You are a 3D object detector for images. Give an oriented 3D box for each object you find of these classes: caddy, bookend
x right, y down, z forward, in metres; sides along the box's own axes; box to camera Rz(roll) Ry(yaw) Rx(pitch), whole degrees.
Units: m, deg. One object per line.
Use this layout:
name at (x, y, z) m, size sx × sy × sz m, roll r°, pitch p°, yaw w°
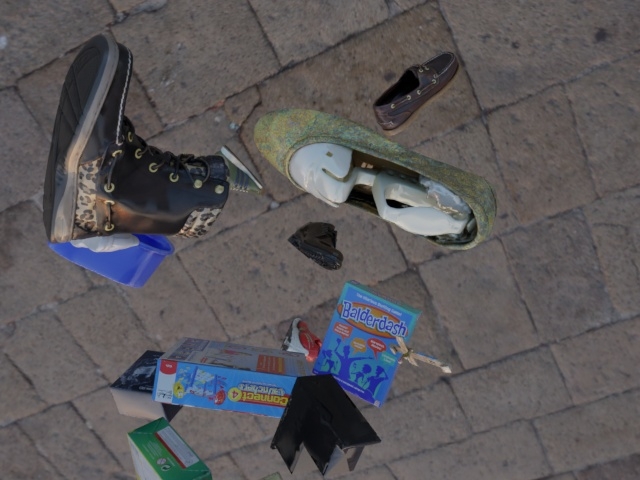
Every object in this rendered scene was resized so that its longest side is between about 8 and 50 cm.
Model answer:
caddy at (-0.569, -0.024, 1.640) m, size 0.341 × 0.241 × 0.179 m, roll 30°, pitch 98°, yaw -27°
bookend at (0.002, 0.328, 0.970) m, size 0.072 × 0.157 × 0.156 m, roll 4°, pitch 116°, yaw -35°

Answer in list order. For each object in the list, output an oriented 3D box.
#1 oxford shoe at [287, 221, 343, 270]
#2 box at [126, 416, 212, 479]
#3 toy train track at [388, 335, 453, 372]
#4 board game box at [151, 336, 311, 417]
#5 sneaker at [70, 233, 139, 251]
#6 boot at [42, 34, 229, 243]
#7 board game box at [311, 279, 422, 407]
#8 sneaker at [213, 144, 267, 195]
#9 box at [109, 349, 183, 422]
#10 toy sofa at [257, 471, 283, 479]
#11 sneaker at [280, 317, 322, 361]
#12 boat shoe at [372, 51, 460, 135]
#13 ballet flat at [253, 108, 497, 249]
oxford shoe at (0.000, 0.000, 1.341) m, size 0.096 × 0.227 × 0.083 m, roll -48°, pitch 119°, yaw -4°
box at (-0.131, 0.271, 0.569) m, size 0.043 × 0.105 × 0.179 m, roll -18°, pitch 116°, yaw -34°
toy train track at (0.101, 0.125, 0.628) m, size 0.083 × 0.014 × 0.048 m, roll 10°, pitch 140°, yaw 50°
board game box at (-0.180, 0.291, 1.300) m, size 0.302 × 0.308 × 0.086 m, roll 9°, pitch 88°, yaw -3°
sneaker at (-0.440, -0.015, 1.215) m, size 0.094 × 0.212 × 0.080 m, roll 6°, pitch 101°, yaw -42°
boot at (-0.290, -0.140, 1.007) m, size 0.284 × 0.138 × 0.377 m, roll 4°, pitch 128°, yaw -35°
board game box at (0.092, 0.207, 1.215) m, size 0.160 × 0.047 × 0.210 m, roll 23°, pitch 101°, yaw 19°
sneaker at (-0.227, -0.165, 1.580) m, size 0.086 × 0.064 × 0.192 m, roll -41°, pitch 135°, yaw 2°
box at (-0.409, 0.363, 1.506) m, size 0.156 × 0.158 × 0.093 m, roll 1°, pitch 117°, yaw 24°
toy sofa at (-0.138, 0.518, 0.919) m, size 0.177 × 0.362 × 0.150 m, roll -27°, pitch 88°, yaw 6°
sneaker at (-0.050, 0.311, 1.794) m, size 0.118 × 0.279 × 0.107 m, roll 24°, pitch 93°, yaw -2°
boat shoe at (0.179, -0.286, 1.107) m, size 0.207 × 0.073 × 0.073 m, roll -47°, pitch 128°, yaw -15°
ballet flat at (0.067, -0.077, 0.790) m, size 0.349 × 0.123 × 0.123 m, roll 20°, pitch 116°, yaw 0°
